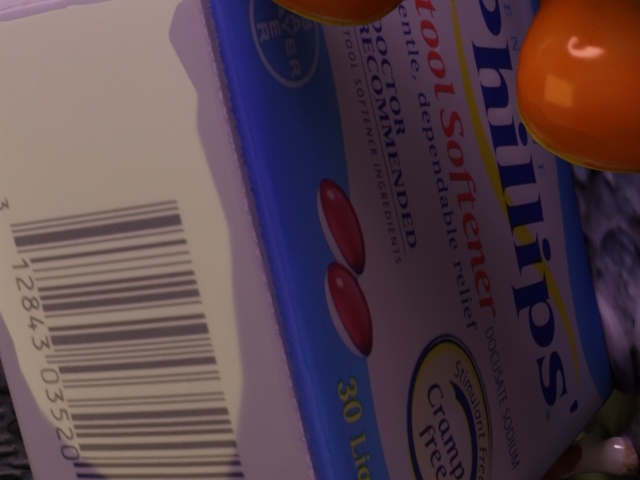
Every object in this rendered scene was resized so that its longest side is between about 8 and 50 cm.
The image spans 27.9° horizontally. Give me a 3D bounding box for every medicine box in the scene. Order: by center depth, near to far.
[{"bbox_3d":[0.000,0.000,0.581,0.289,0.149,0.263,-28,-72,-56],"label":"medicine box"}]

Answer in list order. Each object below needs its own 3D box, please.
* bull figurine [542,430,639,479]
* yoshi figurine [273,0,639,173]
[{"bbox_3d":[0.113,0.232,0.609,0.101,0.188,0.310,87,164,-49],"label":"bull figurine"},{"bbox_3d":[0.070,-0.165,0.264,0.362,0.204,0.203,106,148,-51],"label":"yoshi figurine"}]
